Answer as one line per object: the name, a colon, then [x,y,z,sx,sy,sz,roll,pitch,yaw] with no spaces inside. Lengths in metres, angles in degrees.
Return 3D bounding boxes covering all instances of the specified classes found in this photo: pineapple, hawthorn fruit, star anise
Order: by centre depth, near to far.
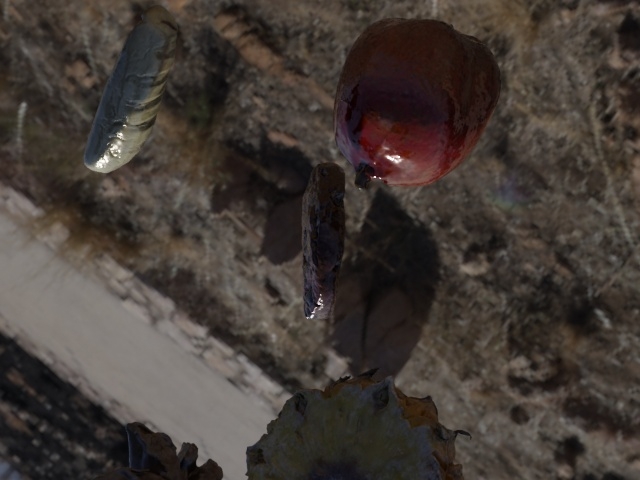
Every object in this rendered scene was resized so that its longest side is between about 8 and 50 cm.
pineapple: [0.015,0.193,0.723,0.221,0.221,0.047,10,168,45]
hawthorn fruit: [0.088,-0.129,1.060,0.169,0.188,0.169,23,178,1]
star anise: [-0.143,0.265,1.076,0.065,0.182,0.195,-41,76,21]

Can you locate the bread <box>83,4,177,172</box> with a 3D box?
bread: [-0.189,-0.147,1.082,0.053,0.073,0.214,33,130,3]

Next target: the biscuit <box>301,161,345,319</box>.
biscuit: [0.000,0.000,1.268,0.049,0.192,0.192,7,151,-6]
